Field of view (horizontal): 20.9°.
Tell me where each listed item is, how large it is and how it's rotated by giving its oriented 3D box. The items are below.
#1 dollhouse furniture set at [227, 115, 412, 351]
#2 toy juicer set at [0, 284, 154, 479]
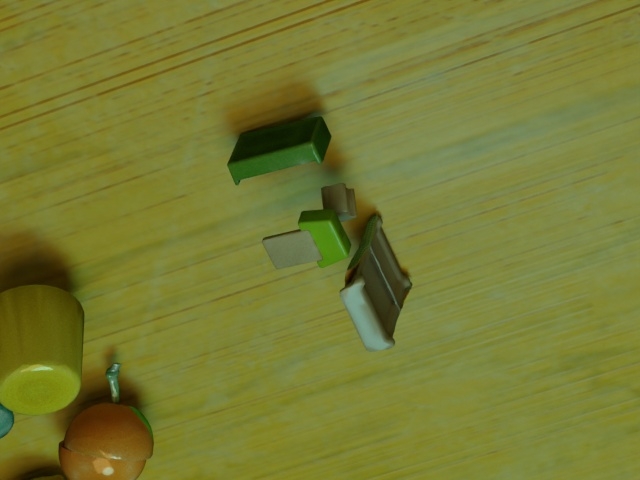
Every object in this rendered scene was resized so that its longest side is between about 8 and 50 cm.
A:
[{"bbox_3d":[0.000,0.000,1.085,0.058,0.076,0.151,-13,122,22],"label":"dollhouse furniture set"},{"bbox_3d":[-0.268,0.155,1.178,0.329,0.089,0.209,-26,138,11],"label":"toy juicer set"}]
